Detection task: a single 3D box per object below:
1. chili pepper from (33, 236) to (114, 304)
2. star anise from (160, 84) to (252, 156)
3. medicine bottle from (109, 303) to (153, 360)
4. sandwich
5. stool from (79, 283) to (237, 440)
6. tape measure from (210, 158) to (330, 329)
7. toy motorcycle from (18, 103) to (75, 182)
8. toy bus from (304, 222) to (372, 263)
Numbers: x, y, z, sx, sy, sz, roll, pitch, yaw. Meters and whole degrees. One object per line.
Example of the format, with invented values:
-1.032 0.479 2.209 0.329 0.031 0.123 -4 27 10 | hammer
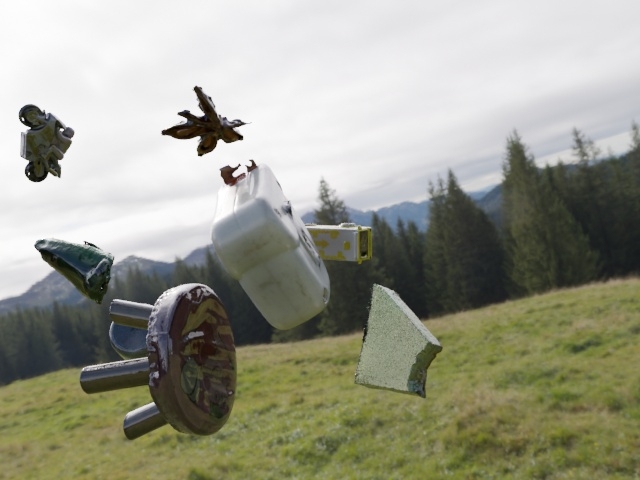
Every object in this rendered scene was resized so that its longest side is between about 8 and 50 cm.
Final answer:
-0.492 0.052 1.142 0.216 0.108 0.062 23 9 23 | chili pepper
-0.229 -0.218 1.117 0.157 0.053 0.212 -26 -21 22 | star anise
-0.442 0.288 1.512 0.142 0.141 0.293 -14 -31 -6 | medicine bottle
0.188 0.222 1.295 0.063 0.244 0.212 22 -17 -35 | sandwich
-0.276 0.222 1.033 0.179 0.271 0.272 -10 -1 12 | stool
-0.081 0.003 0.969 0.130 0.265 0.258 -31 22 5 | tape measure
-0.772 -0.279 1.623 0.073 0.224 0.152 24 29 37 | toy motorcycle
0.000 0.000 1.228 0.227 0.081 0.074 5 7 32 | toy bus
